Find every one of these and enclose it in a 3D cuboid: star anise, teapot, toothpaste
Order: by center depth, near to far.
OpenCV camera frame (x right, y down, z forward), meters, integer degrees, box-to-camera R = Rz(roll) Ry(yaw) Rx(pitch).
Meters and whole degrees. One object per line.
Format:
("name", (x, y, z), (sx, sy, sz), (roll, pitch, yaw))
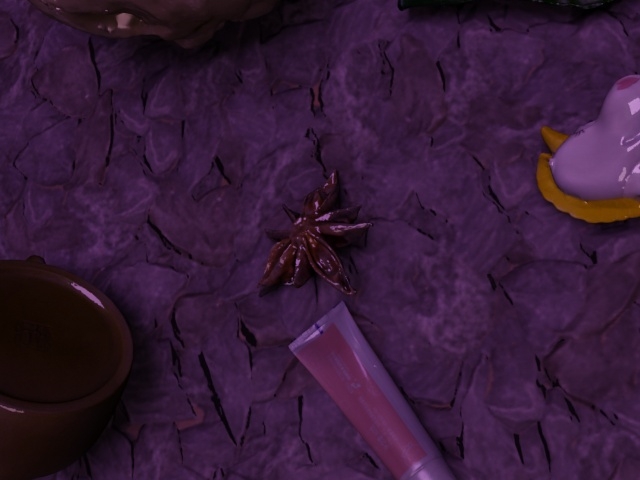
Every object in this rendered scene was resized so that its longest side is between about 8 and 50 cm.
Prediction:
("toothpaste", (0.047, 0.145, 0.703), (0.067, 0.043, 0.194), (-41, 62, 7))
("star anise", (-0.001, -0.010, 0.748), (0.124, 0.056, 0.129), (-4, 63, 37))
("teapot", (-0.287, 0.129, 0.753), (0.175, 0.185, 0.268), (-54, 31, 30))

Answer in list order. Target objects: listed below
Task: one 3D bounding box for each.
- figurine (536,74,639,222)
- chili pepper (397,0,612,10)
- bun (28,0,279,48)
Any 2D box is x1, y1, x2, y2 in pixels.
("figurine", (0.257, -0.061, 0.657), (0.178, 0.109, 0.130), (35, 117, 27))
("chili pepper", (0.185, -0.246, 0.745), (0.226, 0.059, 0.088), (9, 75, 18))
("bun", (-0.150, -0.341, 0.793), (0.361, 0.234, 0.326), (4, 71, 35))
